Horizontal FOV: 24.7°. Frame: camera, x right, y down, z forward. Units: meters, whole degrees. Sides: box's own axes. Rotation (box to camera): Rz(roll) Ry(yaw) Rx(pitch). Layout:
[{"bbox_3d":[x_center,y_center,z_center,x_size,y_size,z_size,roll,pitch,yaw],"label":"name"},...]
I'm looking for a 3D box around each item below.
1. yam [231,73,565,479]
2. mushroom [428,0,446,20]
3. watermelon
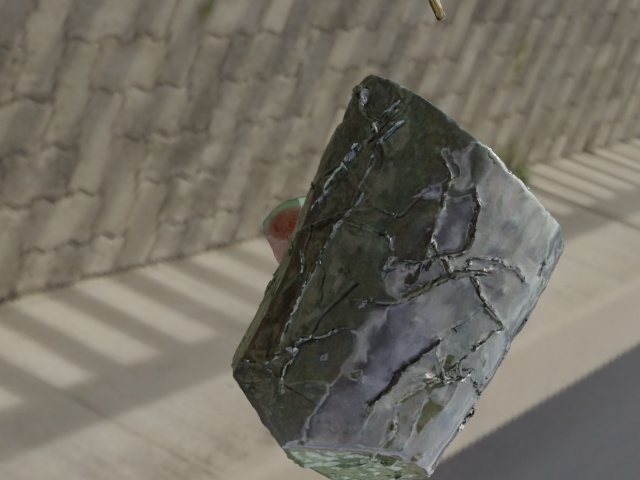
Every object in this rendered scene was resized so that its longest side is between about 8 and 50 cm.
[{"bbox_3d":[0.053,0.052,1.121,0.271,0.201,0.202,-53,142,-4],"label":"yam"},{"bbox_3d":[0.080,-0.336,1.327,0.028,0.026,0.286,-19,110,-18],"label":"mushroom"},{"bbox_3d":[-0.002,-0.002,1.367,0.092,0.084,0.072,15,80,-28],"label":"watermelon"}]
